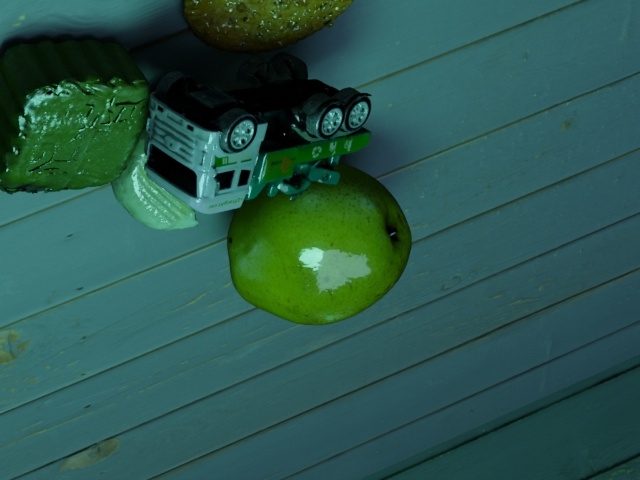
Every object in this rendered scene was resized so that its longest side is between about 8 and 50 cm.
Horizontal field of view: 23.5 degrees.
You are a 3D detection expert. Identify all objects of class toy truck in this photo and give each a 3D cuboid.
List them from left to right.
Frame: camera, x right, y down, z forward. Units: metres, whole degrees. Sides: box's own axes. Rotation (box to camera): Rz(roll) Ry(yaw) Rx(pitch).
[{"bbox_3d":[-0.076,-0.144,2.126,0.363,0.177,0.178,-11,125,-48],"label":"toy truck"}]

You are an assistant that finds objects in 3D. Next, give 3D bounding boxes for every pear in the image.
[{"bbox_3d":[0.000,0.000,2.465,0.294,0.294,0.294,-22,149,-14],"label":"pear"}]

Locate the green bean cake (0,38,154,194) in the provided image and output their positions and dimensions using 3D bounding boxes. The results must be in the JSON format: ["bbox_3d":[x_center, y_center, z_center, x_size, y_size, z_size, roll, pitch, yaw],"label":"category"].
[{"bbox_3d":[-0.345,-0.166,2.065,0.200,0.113,0.214,-4,141,-36],"label":"green bean cake"}]

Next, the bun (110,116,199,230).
[{"bbox_3d":[-0.212,-0.121,2.235,0.213,0.126,0.203,-28,129,-17],"label":"bun"}]

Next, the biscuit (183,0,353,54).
[{"bbox_3d":[-0.064,-0.330,2.088,0.254,0.035,0.254,-14,155,-7],"label":"biscuit"}]
